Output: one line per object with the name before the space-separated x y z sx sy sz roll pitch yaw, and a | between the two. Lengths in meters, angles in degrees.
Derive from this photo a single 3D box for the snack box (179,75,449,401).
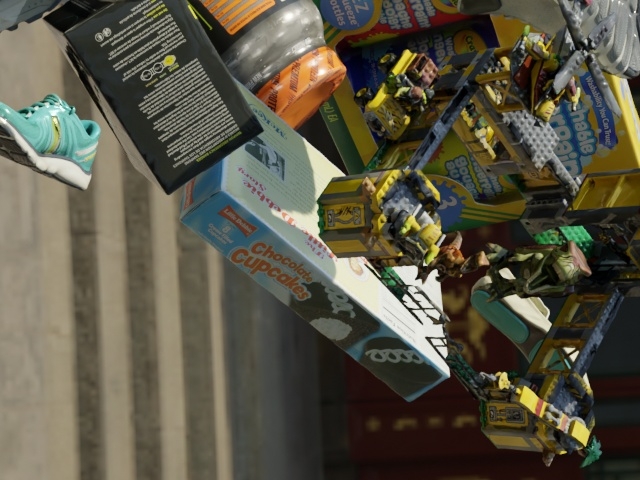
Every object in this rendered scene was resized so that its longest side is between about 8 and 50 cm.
snack box | 0.000 0.000 1.444 0.322 0.060 0.187 40 29 -28

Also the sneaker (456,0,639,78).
sneaker | 0.192 -0.211 1.280 0.229 0.132 0.086 34 65 -50

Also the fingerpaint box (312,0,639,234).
fingerpaint box | 0.184 -0.228 1.864 0.163 0.371 0.444 -82 154 -47

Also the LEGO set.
LEGO set | 0.178 0.000 1.050 0.255 0.192 0.331 -47 116 -31

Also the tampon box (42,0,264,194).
tampon box | -0.141 -0.139 1.232 0.161 0.101 0.120 60 -10 -23

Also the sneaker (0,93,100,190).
sneaker | -0.393 -0.154 2.022 0.110 0.107 0.275 -67 159 -2

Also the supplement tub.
supplement tub | -0.141 -0.262 1.652 0.338 0.207 0.207 49 2 6

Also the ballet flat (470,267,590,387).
ballet flat | 0.332 0.141 2.194 0.248 0.086 0.086 49 0 9

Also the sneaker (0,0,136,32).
sneaker | -0.222 -0.237 1.097 0.110 0.283 0.122 -93 166 -50

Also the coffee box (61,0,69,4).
coffee box | -0.244 -0.469 1.369 0.338 0.338 0.334 19 36 -59
